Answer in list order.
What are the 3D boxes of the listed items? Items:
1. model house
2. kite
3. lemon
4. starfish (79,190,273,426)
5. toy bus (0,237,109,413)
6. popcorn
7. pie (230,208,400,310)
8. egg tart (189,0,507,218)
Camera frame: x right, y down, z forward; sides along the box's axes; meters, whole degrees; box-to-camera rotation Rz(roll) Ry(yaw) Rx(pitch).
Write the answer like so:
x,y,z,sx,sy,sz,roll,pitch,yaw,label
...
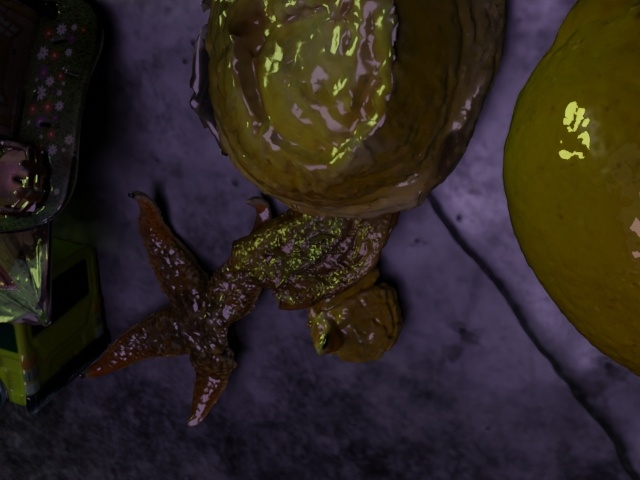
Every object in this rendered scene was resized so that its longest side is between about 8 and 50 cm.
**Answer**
x,y,z,sx,sy,sz,roll,pitch,yaw,label
-0.342,-0.125,0.679,0.294,0.154,0.206,9,86,21,model house
-0.314,-0.024,0.752,0.323,0.013,0.267,-44,75,9,kite
0.208,-0.029,0.483,0.204,0.204,0.260,-20,103,33,lemon
-0.123,0.049,0.781,0.138,0.050,0.247,25,113,9,starfish
-0.352,0.054,0.844,0.262,0.128,0.150,12,119,18,toy bus
0.021,0.064,0.698,0.084,0.084,0.084,11,120,20,popcorn
0.000,0.000,0.677,0.170,0.034,0.092,-31,71,26,pie
0.007,-0.122,0.582,0.252,0.098,0.231,-36,89,28,egg tart
